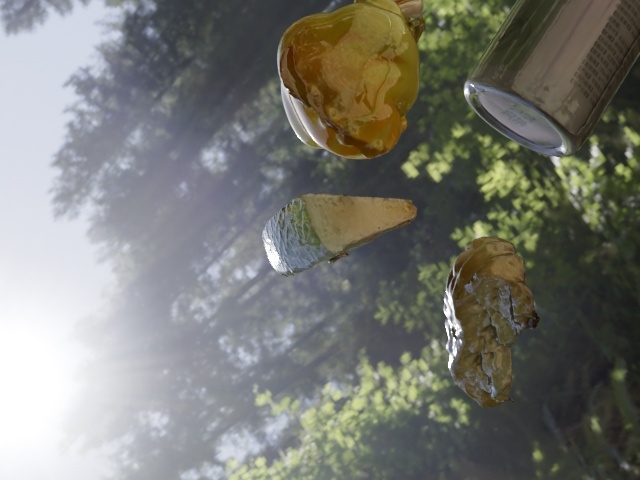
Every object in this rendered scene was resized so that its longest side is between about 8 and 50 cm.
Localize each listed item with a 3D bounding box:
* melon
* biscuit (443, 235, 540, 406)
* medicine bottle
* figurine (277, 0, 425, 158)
[{"bbox_3d":[-0.006,0.001,0.848,0.098,0.182,0.054,-12,-98,-31],"label":"melon"},{"bbox_3d":[0.139,0.066,0.863,0.061,0.183,0.118,-6,-131,-2],"label":"biscuit"},{"bbox_3d":[0.136,-0.132,0.427,0.057,0.057,0.199,35,-96,-19],"label":"medicine bottle"},{"bbox_3d":[0.035,-0.163,0.870,0.131,0.156,0.246,37,-144,-10],"label":"figurine"}]
